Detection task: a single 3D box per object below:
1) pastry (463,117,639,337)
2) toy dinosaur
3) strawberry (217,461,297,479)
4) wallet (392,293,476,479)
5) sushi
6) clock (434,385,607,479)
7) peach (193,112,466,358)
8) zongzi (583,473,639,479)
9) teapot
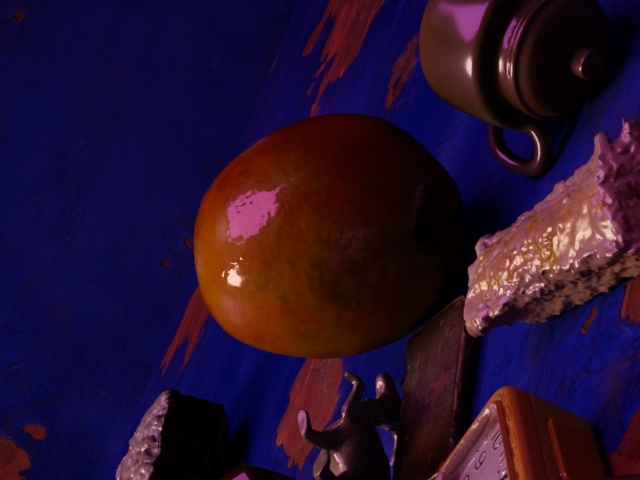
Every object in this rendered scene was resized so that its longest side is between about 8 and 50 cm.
[{"bbox_3d":[0.217,0.009,1.152,0.258,0.089,0.122,131,157,-53],"label":"pastry"},{"bbox_3d":[0.030,0.254,1.341,0.077,0.162,0.294,-5,52,42],"label":"toy dinosaur"},{"bbox_3d":[-0.023,0.354,1.136,0.250,0.238,0.288,-7,68,51],"label":"strawberry"},{"bbox_3d":[0.124,0.169,1.364,0.122,0.031,0.232,-47,24,44],"label":"wallet"},{"bbox_3d":[-0.238,0.403,2.077,0.211,0.170,0.350,-55,16,29],"label":"sushi"},{"bbox_3d":[0.154,0.222,0.993,0.202,0.096,0.143,-88,23,-62],"label":"clock"},{"bbox_3d":[0.000,0.000,1.515,0.332,0.308,0.308,-17,39,27],"label":"peach"},{"bbox_3d":[0.031,0.171,0.706,0.500,0.218,0.467,-42,39,12],"label":"zongzi"},{"bbox_3d":[0.224,-0.194,1.365,0.175,0.185,0.268,32,131,49],"label":"teapot"}]
